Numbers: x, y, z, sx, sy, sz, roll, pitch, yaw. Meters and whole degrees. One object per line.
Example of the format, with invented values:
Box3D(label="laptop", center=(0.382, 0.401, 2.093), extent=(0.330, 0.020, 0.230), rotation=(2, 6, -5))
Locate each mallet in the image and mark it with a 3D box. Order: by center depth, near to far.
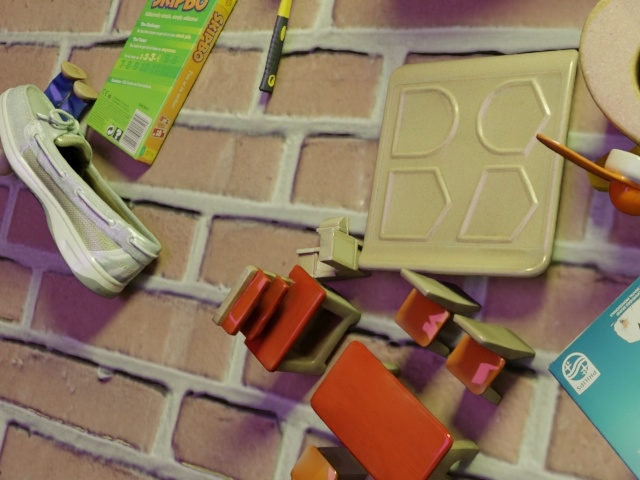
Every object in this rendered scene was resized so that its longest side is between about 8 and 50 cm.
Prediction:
Box3D(label="mallet", center=(-0.048, -0.266, 1.332), extent=(0.039, 0.062, 0.190), rotation=(16, 87, 42))

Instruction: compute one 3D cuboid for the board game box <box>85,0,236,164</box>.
Box3D(label="board game box", center=(-0.197, -0.235, 1.463), extent=(0.124, 0.039, 0.259), rotation=(35, 102, 39))

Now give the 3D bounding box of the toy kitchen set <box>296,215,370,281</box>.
Box3D(label="toy kitchen set", center=(0.000, 0.000, 1.203), extent=(0.083, 0.075, 0.068), rotation=(-7, 71, 33))

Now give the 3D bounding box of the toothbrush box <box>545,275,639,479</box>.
Box3D(label="toothbrush box", center=(0.328, 0.166, 0.796), extent=(0.126, 0.216, 0.295), rotation=(-49, 53, 16))

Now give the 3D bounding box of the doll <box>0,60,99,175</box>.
Box3D(label="doll", center=(-0.383, -0.157, 1.581), extent=(0.189, 0.046, 0.129), rotation=(-43, 66, 21))

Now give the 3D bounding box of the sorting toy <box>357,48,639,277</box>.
Box3D(label="sorting toy", center=(0.182, -0.072, 1.108), extent=(0.307, 0.041, 0.229), rotation=(2, 74, 39))

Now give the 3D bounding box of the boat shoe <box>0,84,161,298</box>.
Box3D(label="boat shoe", center=(-0.302, -0.078, 1.450), extent=(0.103, 0.118, 0.320), rotation=(-37, 62, 11))

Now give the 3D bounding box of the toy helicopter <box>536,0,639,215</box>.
Box3D(label="toy helicopter", center=(0.335, -0.069, 0.918), extent=(0.235, 0.140, 0.355), rotation=(-40, 68, 11))

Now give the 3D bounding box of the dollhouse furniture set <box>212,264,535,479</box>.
Box3D(label="dollhouse furniture set", center=(0.024, 0.137, 1.103), extent=(0.259, 0.135, 0.262), rotation=(43, 104, 39))
